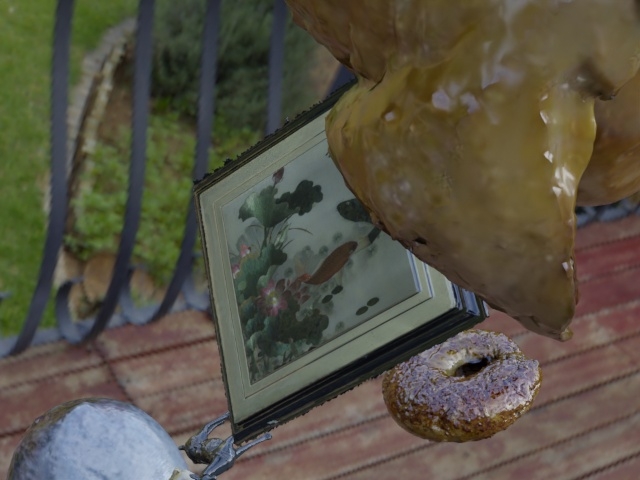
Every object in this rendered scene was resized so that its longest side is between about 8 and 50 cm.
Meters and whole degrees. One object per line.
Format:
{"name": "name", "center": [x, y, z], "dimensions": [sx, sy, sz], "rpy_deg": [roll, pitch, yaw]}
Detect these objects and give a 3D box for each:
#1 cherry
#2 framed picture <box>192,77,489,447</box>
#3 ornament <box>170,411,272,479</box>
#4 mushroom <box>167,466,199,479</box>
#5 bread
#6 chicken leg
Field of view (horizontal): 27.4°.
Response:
{"name": "cherry", "center": [-0.276, 0.340, 1.644], "dimensions": [0.255, 0.296, 0.218], "rpy_deg": [6, 12, 29]}
{"name": "framed picture", "center": [0.000, 0.000, 0.789], "dimensions": [0.010, 0.195, 0.199], "rpy_deg": [26, 43, -46]}
{"name": "ornament", "center": [-0.109, 0.205, 1.223], "dimensions": [0.073, 0.028, 0.125], "rpy_deg": [8, 35, 38]}
{"name": "mushroom", "center": [-0.249, 0.373, 1.367], "dimensions": [0.351, 0.122, 0.095], "rpy_deg": [-37, 43, -18]}
{"name": "bread", "center": [0.159, 0.162, 1.517], "dimensions": [0.193, 0.063, 0.193], "rpy_deg": [-13, 29, 8]}
{"name": "chicken leg", "center": [0.009, -0.107, 0.415], "dimensions": [0.410, 0.295, 0.182], "rpy_deg": [-8, 3, -10]}
